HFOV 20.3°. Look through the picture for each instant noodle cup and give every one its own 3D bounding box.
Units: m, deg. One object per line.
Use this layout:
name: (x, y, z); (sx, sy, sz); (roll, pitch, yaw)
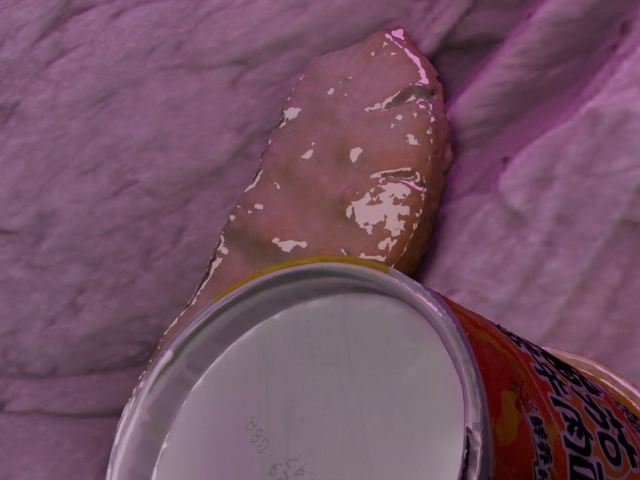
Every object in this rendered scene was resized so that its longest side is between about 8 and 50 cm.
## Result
instant noodle cup: (0.031, 0.137, 0.860); (0.264, 0.200, 0.264); (-17, 57, 29)

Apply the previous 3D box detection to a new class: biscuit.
biscuit: (-0.001, -0.001, 1.063); (0.141, 0.038, 0.290); (23, 80, 40)
